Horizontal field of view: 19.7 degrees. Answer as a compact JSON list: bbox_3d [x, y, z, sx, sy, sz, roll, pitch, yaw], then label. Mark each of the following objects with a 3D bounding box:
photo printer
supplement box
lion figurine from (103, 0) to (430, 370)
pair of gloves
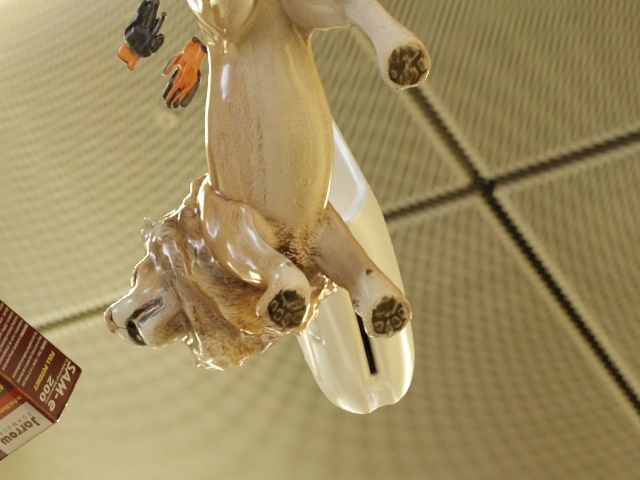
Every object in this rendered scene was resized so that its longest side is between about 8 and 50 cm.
[{"bbox_3d":[0.000,0.000,1.783,0.107,0.307,0.256,-19,-52,-5],"label":"photo printer"},{"bbox_3d":[-0.331,0.081,1.517,0.239,0.073,0.130,42,-54,-18],"label":"supplement box"},{"bbox_3d":[-0.037,-0.079,1.182,0.142,0.240,0.392,-1,-67,-25],"label":"lion figurine"},{"bbox_3d":[-0.125,-0.149,1.471,0.083,0.010,0.074,47,-47,15],"label":"pair of gloves"}]
